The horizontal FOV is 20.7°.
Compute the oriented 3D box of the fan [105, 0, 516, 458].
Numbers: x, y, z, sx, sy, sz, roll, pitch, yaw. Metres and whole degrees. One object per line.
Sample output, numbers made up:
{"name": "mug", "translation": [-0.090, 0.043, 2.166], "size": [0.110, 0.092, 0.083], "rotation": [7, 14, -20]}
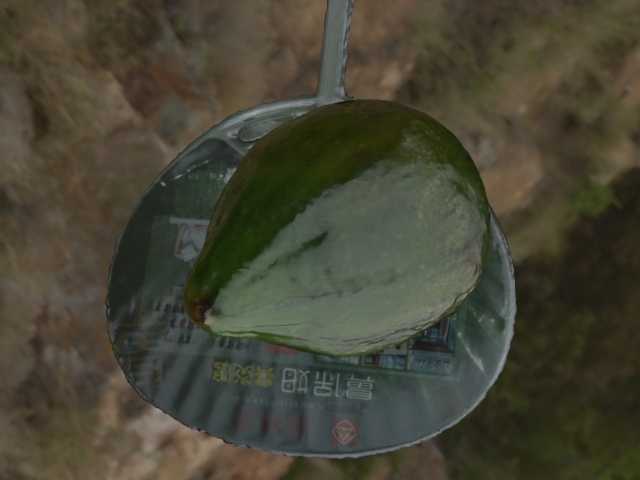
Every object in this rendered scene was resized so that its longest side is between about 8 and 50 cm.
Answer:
{"name": "fan", "translation": [0.020, -0.011, 0.956], "size": [0.294, 0.223, 0.012], "rotation": [-56, 165, -2]}

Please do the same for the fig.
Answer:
{"name": "fig", "translation": [0.000, 0.000, 0.826], "size": [0.156, 0.123, 0.123], "rotation": [-20, 144, -49]}
